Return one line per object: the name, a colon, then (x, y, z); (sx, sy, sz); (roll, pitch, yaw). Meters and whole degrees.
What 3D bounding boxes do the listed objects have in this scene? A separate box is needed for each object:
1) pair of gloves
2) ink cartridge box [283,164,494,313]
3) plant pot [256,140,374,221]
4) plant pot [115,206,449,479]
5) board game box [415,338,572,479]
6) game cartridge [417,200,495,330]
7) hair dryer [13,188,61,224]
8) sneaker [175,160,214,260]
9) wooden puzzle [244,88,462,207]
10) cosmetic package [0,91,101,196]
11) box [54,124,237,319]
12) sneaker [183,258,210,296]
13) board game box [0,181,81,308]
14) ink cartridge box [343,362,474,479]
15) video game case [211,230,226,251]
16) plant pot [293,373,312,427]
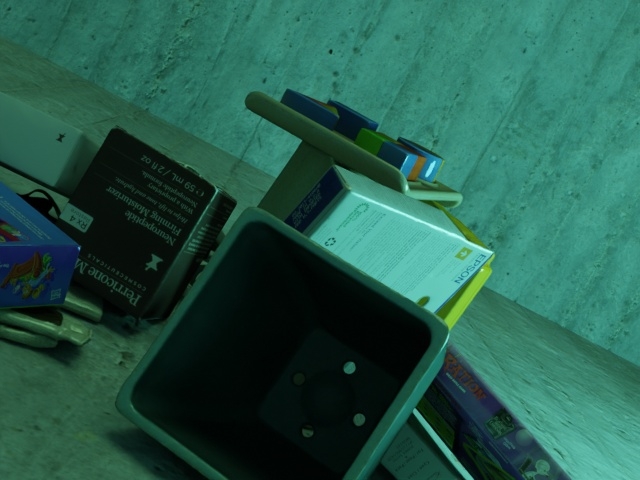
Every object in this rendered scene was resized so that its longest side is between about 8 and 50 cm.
pair of gloves: (-0.360, 0.058, 1.101); (0.204, 0.042, 0.240); (26, 8, -11)
ink cartridge box: (0.042, 0.065, 1.360); (0.330, 0.324, 0.071); (20, 32, -43)
plant pot: (0.000, 0.000, 1.652); (0.333, 0.306, 0.334); (28, 9, -5)
plant pot: (-0.015, 0.158, 0.992); (0.247, 0.247, 0.252); (31, -8, 20)
board game box: (0.215, 0.261, 1.084); (0.347, 0.056, 0.208); (50, -10, 25)
game cartridge: (0.154, 0.052, 1.746); (0.052, 0.285, 0.324); (14, 26, -47)
hair dryer: (-0.478, -0.076, 1.363); (0.223, 0.080, 0.293); (25, 10, -14)
sneaker: (-0.268, -0.041, 1.505); (0.147, 0.130, 0.330); (20, -21, 8)
wooden puzzle: (0.076, -0.168, 1.577); (0.322, 0.081, 0.348); (31, 9, 21)
cosmetic package: (-0.497, -0.173, 1.385); (0.377, 0.097, 0.284); (26, -7, 6)
box: (-0.244, -0.019, 1.259); (0.168, 0.203, 0.167); (31, -2, 5)
sneaker: (-0.109, 0.101, 1.427); (0.235, 0.094, 0.153); (25, 12, 1)
board game box: (-0.470, -0.037, 1.038); (0.347, 0.078, 0.233); (33, 20, 35)
ink cartridge box: (0.139, 0.278, 1.286); (0.261, 0.066, 0.296); (46, 6, -11)
video game case: (-0.273, -0.060, 1.733); (0.206, 0.026, 0.227); (28, -18, 24)
plant pot: (-0.027, 0.183, 1.217); (0.096, 0.109, 0.109); (38, 5, -21)
